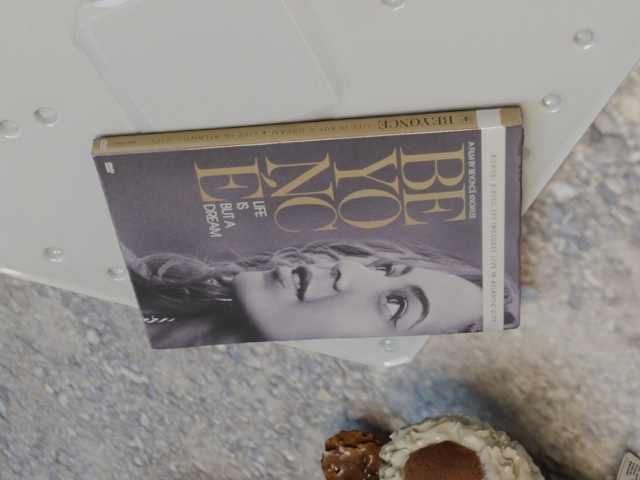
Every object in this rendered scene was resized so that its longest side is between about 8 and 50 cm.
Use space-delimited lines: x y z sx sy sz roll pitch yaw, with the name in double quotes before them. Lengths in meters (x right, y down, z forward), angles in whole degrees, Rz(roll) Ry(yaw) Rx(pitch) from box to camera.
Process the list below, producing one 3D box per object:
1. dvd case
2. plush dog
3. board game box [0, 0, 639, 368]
"dvd case" 0.000 0.000 0.715 0.221 0.018 0.164 -4 137 4
"plush dog" 0.094 0.233 0.854 0.225 0.211 0.262 -5 90 50
"board game box" -0.054 -0.105 0.653 0.390 0.050 0.390 15 135 -17
